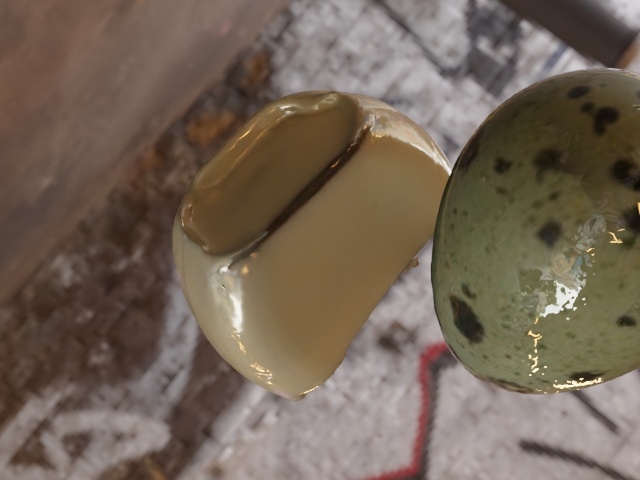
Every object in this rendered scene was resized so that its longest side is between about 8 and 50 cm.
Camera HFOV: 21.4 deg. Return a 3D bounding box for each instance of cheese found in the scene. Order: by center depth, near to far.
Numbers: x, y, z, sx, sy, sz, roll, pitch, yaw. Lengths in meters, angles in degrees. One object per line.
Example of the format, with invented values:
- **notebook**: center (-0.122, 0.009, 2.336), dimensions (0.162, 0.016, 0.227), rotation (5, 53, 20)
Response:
- **cheese**: center (0.000, 0.000, 1.478), dimensions (0.266, 0.127, 0.233), rotation (-48, 131, -8)

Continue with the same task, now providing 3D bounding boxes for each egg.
- **egg**: center (0.154, 0.002, 1.027), dimensions (0.177, 0.177, 0.228), rotation (-46, 169, -53)
